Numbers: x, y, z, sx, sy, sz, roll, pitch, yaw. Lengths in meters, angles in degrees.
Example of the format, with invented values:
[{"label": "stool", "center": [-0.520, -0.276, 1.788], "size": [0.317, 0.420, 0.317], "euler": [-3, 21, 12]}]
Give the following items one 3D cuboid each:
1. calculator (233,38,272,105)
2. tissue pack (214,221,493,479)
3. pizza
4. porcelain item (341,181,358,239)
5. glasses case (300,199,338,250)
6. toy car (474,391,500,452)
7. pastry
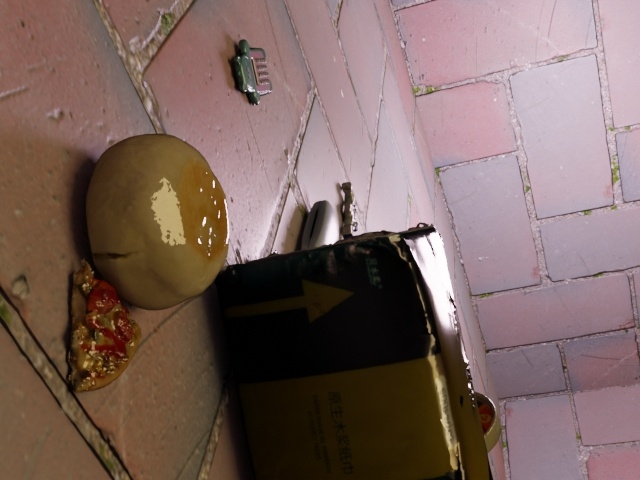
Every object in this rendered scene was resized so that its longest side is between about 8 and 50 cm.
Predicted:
[{"label": "calculator", "center": [-0.098, -0.244, 1.146], "size": [0.141, 0.019, 0.094], "euler": [-48, 128, -71]}, {"label": "tissue pack", "center": [0.052, 0.197, 0.942], "size": [0.264, 0.253, 0.417], "euler": [-8, 85, -74]}, {"label": "pizza", "center": [-0.174, 0.082, 0.637], "size": [0.099, 0.029, 0.100], "euler": [-84, 157, -43]}, {"label": "porcelain item", "center": [0.060, -0.043, 1.552], "size": [0.075, 0.021, 0.136], "euler": [66, 20, -51]}, {"label": "glasses case", "center": [0.000, 0.000, 1.268], "size": [0.179, 0.045, 0.067], "euler": [-76, 151, -55]}, {"label": "toy car", "center": [0.241, 0.359, 1.549], "size": [0.235, 0.235, 0.145], "euler": [-78, 152, -55]}, {"label": "pastry", "center": [-0.143, -0.016, 0.707], "size": [0.156, 0.091, 0.157], "euler": [-12, 90, -68]}]
